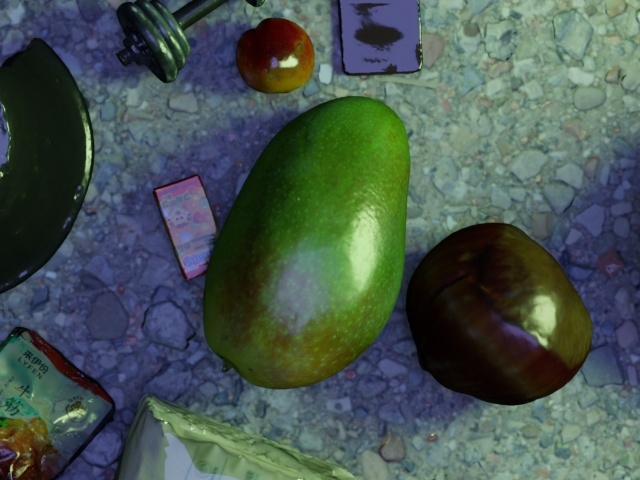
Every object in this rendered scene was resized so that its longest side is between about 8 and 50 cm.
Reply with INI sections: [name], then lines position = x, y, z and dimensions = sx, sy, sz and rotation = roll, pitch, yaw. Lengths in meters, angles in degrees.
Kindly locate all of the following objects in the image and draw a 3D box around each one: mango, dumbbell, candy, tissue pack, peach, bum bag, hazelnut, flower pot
[mango]
position = 0.000, 0.000, 1.699
dimensions = 0.225, 0.201, 0.382
rotation = 23, 76, 6
[dumbbell]
position = -0.139, -0.287, 1.726
dimensions = 0.254, 0.110, 0.110
rotation = -36, 95, -12
[candy]
position = -0.159, -0.017, 1.754
dimensions = 0.062, 0.038, 0.122
rotation = -20, 93, -6
[tissue pack]
position = -0.146, 0.409, 1.678
dimensions = 0.297, 0.207, 0.380
rotation = 25, 88, -8
[peach]
position = -0.054, -0.223, 1.734
dimensions = 0.100, 0.101, 0.101
rotation = 0, 91, -7
[bum bag]
position = 0.075, -0.287, 1.786
dimensions = 0.109, 0.026, 0.159
rotation = -4, 92, -8
[hazelnut]
position = 0.208, 0.094, 1.732
dimensions = 0.229, 0.229, 0.230
rotation = 0, 91, -7
[flower pot]
position = -0.452, -0.094, 1.615
dimensions = 0.379, 0.251, 0.379
rotation = 0, 92, -9

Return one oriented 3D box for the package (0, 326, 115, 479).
[package]
position = -0.353, 0.218, 1.674
dimensions = 0.166, 0.040, 0.232
rotation = 43, 48, -7
